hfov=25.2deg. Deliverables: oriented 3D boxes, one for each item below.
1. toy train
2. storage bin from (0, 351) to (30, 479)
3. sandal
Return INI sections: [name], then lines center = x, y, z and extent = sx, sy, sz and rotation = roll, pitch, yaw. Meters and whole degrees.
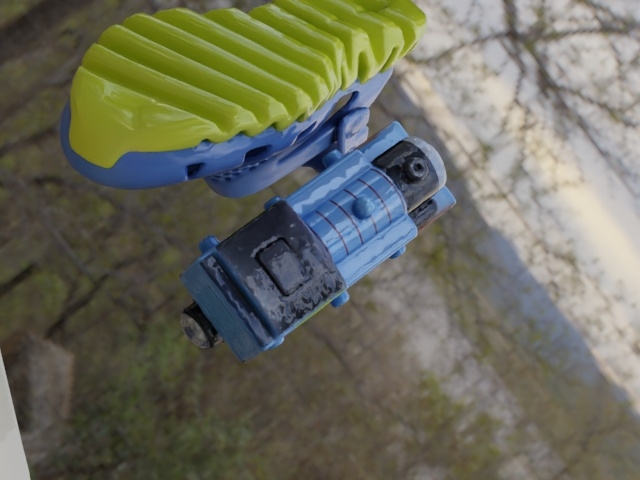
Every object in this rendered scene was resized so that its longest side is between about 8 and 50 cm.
[toy train]
center = 0.000, 0.000, 0.829
extent = 0.080, 0.184, 0.105
rotation = 55, -20, -2
[storage bin]
center = -0.295, 0.084, 0.732
extent = 0.123, 0.260, 0.262
rotation = 15, 56, -68
[sandal]
center = -0.044, -0.080, 0.918
extent = 0.126, 0.138, 0.317
rotation = 36, 34, 22
